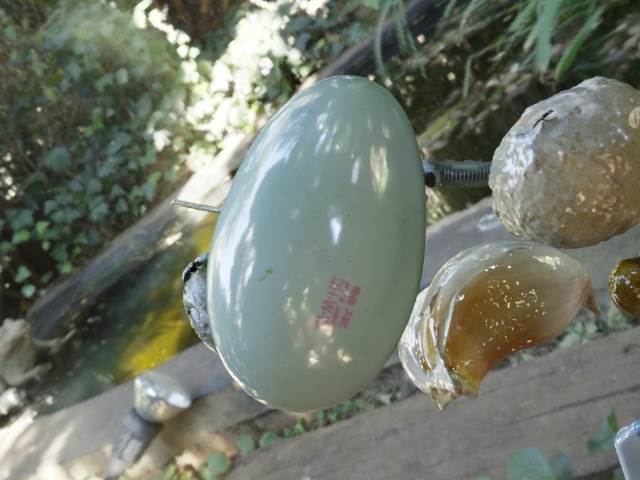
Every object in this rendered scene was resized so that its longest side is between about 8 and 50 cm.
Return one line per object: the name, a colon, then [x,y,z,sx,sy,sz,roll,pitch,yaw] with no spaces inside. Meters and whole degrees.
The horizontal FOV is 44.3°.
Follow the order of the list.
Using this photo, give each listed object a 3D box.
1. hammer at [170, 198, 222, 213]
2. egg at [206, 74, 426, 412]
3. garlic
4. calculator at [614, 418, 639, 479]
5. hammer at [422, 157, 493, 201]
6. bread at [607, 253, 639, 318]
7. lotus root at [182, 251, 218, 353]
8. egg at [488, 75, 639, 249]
hammer: [-0.127,-0.028,1.040,0.195,0.028,0.060,10,79,33]
egg: [0.000,0.000,0.853,0.230,0.230,0.371,-1,76,65]
garlic: [0.267,0.128,1.278,0.313,0.286,0.249,-40,57,-19]
calculator: [0.511,0.352,1.149,0.121,0.210,0.039,-16,9,22]
hammer: [0.236,-0.123,1.429,0.041,0.226,0.159,102,161,-46]
bread: [0.628,0.028,1.298,0.344,0.124,0.084,-23,44,-8]
lotus root: [-0.125,0.084,0.978,0.088,0.088,0.165,-39,59,0]
egg: [0.425,-0.120,1.309,0.310,0.279,0.279,-38,14,34]
